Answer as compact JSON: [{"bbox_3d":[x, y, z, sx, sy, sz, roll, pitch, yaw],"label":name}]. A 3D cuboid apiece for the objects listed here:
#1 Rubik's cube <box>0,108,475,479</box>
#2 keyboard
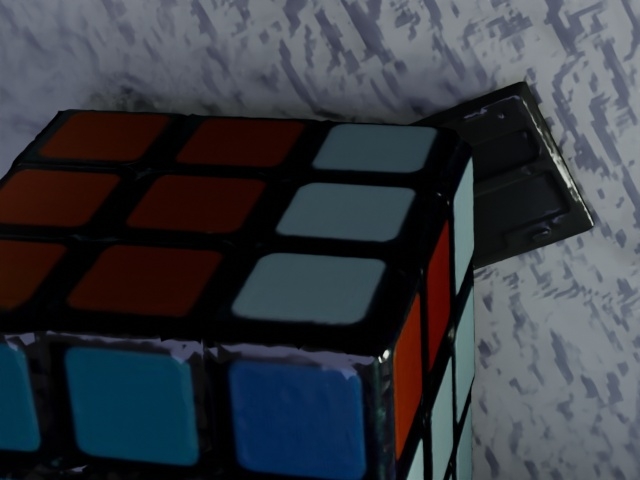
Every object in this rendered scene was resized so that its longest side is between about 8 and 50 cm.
[{"bbox_3d":[-0.035,0.057,0.564,0.161,0.163,0.162,3,117,13],"label":"Rubik's cube"},{"bbox_3d":[0.000,0.000,0.622,0.202,0.011,0.067,-20,112,25],"label":"keyboard"}]
